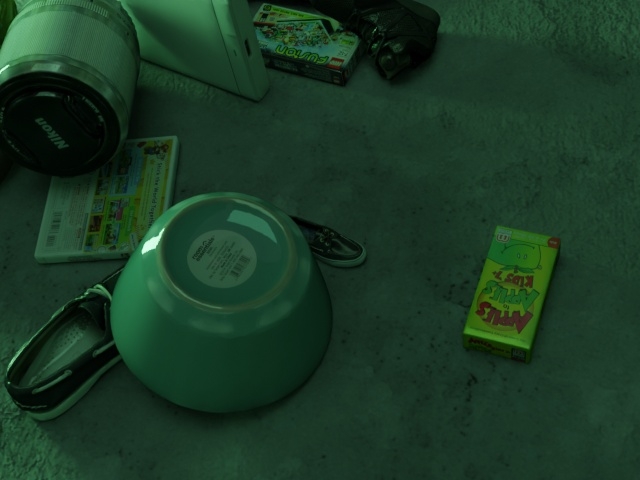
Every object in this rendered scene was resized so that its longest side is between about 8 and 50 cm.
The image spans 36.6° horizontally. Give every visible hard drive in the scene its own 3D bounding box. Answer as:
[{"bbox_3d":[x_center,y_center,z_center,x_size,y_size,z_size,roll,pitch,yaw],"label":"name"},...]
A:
[{"bbox_3d":[-0.261,-0.373,1.612,0.353,0.233,0.047,24,63,23],"label":"hard drive"}]

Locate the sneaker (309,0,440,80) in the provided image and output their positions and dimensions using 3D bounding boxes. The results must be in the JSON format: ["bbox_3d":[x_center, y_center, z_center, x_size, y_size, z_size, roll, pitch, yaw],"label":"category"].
[{"bbox_3d":[0.086,-0.348,1.588,0.228,0.087,0.130,19,61,-17],"label":"sneaker"}]

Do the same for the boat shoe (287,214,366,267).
[{"bbox_3d":[0.000,0.000,1.432,0.142,0.040,0.049,18,61,21],"label":"boat shoe"}]

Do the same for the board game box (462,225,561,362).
[{"bbox_3d":[0.265,0.072,1.335,0.092,0.043,0.181,13,60,18],"label":"board game box"}]

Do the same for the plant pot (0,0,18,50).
[{"bbox_3d":[-0.662,-0.345,1.672,0.254,0.276,0.276,-1,56,-4],"label":"plant pot"}]

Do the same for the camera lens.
[{"bbox_3d":[-0.407,-0.254,1.546,0.220,0.219,0.274,-8,44,5],"label":"camera lens"}]

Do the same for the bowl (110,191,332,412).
[{"bbox_3d":[-0.127,0.057,1.301,0.312,0.163,0.311,4,56,-6],"label":"bowl"}]

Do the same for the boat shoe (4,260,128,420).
[{"bbox_3d":[-0.319,0.122,1.377,0.114,0.091,0.302,26,65,24],"label":"boat shoe"}]

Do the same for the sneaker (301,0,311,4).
[{"bbox_3d":[-0.055,-0.480,1.731,0.286,0.109,0.130,-14,61,3],"label":"sneaker"}]

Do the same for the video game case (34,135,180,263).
[{"bbox_3d":[-0.337,-0.068,1.549,0.207,0.026,0.226,-4,55,8],"label":"video game case"}]

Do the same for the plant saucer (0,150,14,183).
[{"bbox_3d":[-0.643,-0.187,1.548,0.311,0.050,0.310,-1,95,-15],"label":"plant saucer"}]

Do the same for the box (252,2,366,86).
[{"bbox_3d":[-0.030,-0.340,1.668,0.207,0.036,0.114,17,61,20],"label":"box"}]
